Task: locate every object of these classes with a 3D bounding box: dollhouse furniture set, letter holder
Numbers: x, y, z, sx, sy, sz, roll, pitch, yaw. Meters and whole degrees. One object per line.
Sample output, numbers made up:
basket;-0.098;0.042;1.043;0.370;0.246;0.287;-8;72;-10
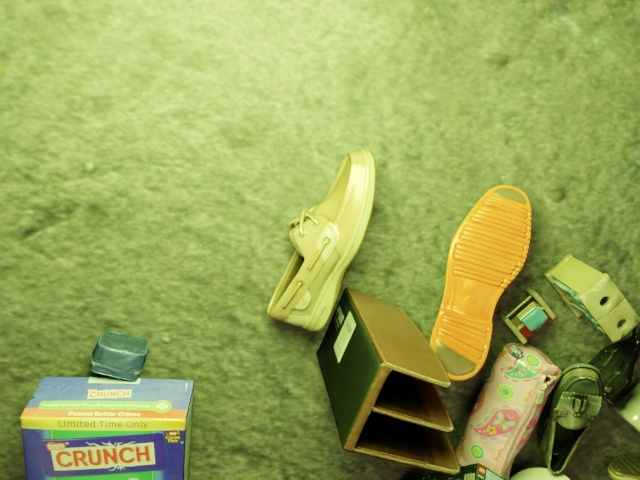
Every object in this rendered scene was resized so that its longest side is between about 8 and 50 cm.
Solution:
dollhouse furniture set;0.467;0.147;1.105;0.183;0.129;0.129;-41;107;5
letter holder;0.136;0.230;0.996;0.214;0.302;0.152;20;103;-13

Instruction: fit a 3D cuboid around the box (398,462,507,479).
box;0.285;0.519;1.169;0.159;0.044;0.233;35;138;-16

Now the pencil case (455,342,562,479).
pencil case;0.372;0.343;1.158;0.124;0.124;0.284;18;104;-12

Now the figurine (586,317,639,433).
figurine;0.674;0.270;1.197;0.215;0.092;0.209;42;93;-18

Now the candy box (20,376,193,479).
candy box;-0.376;0.410;1.062;0.268;0.122;0.317;4;112;-9

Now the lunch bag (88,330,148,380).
lunch bag;-0.365;0.210;1.046;0.098;0.067;0.065;17;104;-12

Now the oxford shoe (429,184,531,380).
oxford shoe;0.284;0.073;1.076;0.130;0.133;0.364;22;86;11

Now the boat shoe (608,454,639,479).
boat shoe;0.723;0.524;1.290;0.190;0.068;0.072;2;118;-8

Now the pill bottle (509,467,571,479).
pill bottle;0.486;0.663;1.234;0.187;0.188;0.334;-15;108;-3

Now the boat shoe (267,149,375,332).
boat shoe;0.000;0.000;1.003;0.110;0.122;0.341;16;105;-13

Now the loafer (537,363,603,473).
loafer;0.499;0.360;1.152;0.096;0.084;0.268;8;128;10
